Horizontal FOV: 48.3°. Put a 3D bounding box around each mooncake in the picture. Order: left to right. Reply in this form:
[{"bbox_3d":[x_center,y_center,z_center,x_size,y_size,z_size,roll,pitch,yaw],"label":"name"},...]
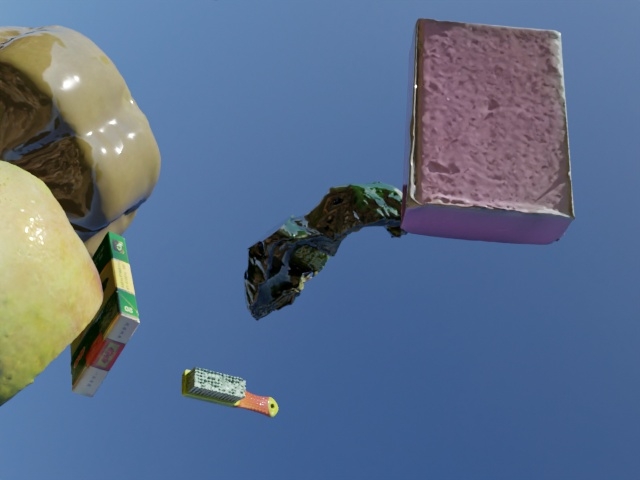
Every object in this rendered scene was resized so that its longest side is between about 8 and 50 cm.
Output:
[{"bbox_3d":[-0.539,-0.150,1.288,0.467,0.467,0.262,-40,-167,25],"label":"mooncake"}]

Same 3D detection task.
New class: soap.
[{"bbox_3d":[0.188,-0.130,0.828,0.181,0.081,0.259,4,-116,1],"label":"soap"}]

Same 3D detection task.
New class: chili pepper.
[{"bbox_3d":[-0.007,-0.004,0.975,0.264,0.116,0.148,-35,-162,6],"label":"chili pepper"}]

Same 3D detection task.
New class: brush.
[{"bbox_3d":[-0.057,0.106,0.494,0.021,0.083,0.019,-32,-133,34],"label":"brush"}]

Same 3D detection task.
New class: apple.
[{"bbox_3d":[-0.299,0.056,0.508,0.265,0.193,0.120,-34,-148,-9],"label":"apple"}]

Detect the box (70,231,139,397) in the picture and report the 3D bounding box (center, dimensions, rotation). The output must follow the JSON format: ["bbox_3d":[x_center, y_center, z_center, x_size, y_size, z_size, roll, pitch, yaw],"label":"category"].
[{"bbox_3d":[-0.309,0.095,1.004,0.132,0.034,0.235,-55,-148,14],"label":"box"}]
